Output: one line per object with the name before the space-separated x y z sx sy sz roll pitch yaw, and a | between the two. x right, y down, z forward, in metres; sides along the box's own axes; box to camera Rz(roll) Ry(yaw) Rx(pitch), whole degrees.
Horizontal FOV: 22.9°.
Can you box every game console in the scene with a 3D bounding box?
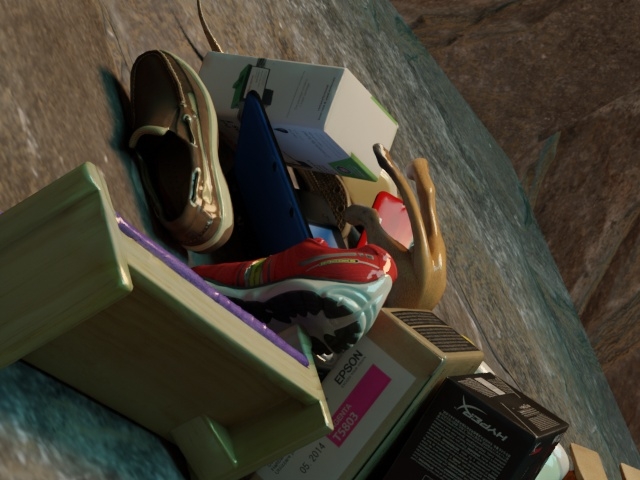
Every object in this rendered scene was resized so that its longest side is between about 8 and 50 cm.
game console | 0.107 0.019 2.442 0.124 0.085 0.144 29 56 -10
game console | 0.000 0.000 1.879 0.250 0.173 0.293 13 46 -42

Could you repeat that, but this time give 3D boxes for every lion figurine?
lion figurine | 0.108 0.087 2.005 0.392 0.142 0.240 79 -3 -47

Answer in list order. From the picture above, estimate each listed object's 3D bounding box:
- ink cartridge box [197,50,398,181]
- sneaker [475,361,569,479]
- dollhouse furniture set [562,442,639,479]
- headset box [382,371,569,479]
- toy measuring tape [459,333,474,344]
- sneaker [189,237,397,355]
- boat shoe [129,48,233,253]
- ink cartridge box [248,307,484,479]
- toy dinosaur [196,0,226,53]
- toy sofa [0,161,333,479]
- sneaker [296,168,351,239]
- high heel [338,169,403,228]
ink cartridge box | -0.037 -0.159 2.012 0.160 0.219 0.093 40 66 -53
sneaker | 0.156 0.222 1.848 0.256 0.094 0.151 40 45 18
dollhouse furniture set | 0.259 0.364 1.980 0.259 0.262 0.135 22 24 -14
headset box | 0.117 0.284 1.596 0.110 0.293 0.218 34 6 16
toy measuring tape | 0.197 0.238 2.226 0.121 0.121 0.330 38 26 -56
sneaker | -0.032 0.051 1.552 0.118 0.279 0.107 -49 122 -33
boat shoe | -0.165 -0.113 1.733 0.095 0.095 0.257 27 36 -56
ink cartridge box | 0.047 0.181 1.578 0.088 0.235 0.193 40 8 17
toy dinosaur | -0.129 -0.238 2.203 0.112 0.064 0.211 49 -8 48
toy sofa | -0.147 0.066 1.324 0.362 0.150 0.177 41 25 -52
sneaker | 0.016 -0.065 2.315 0.071 0.066 0.188 45 21 -49
high heel | 0.078 -0.073 2.575 0.261 0.093 0.186 44 0 -22
